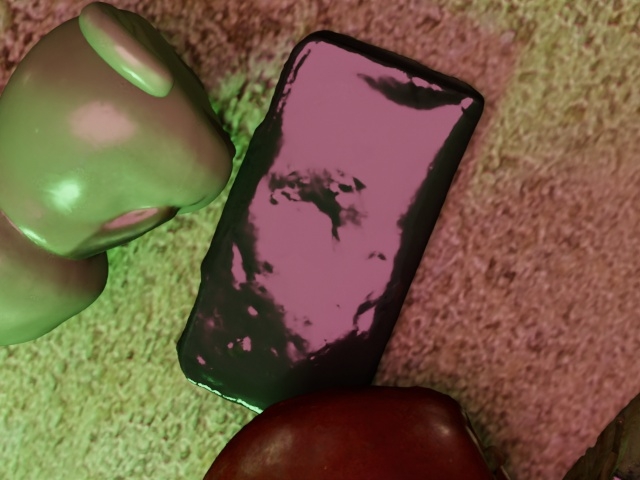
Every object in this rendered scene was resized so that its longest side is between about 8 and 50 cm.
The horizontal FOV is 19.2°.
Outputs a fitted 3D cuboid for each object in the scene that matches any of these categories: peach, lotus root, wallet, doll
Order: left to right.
[{"bbox_3d":[-0.236,-0.056,1.736,0.370,0.226,0.215,-47,54,20],"label":"doll"},{"bbox_3d":[0.000,0.000,1.776,0.197,0.051,0.377,22,101,7],"label":"wallet"},{"bbox_3d":[0.012,0.250,1.715,0.362,0.258,0.201,-23,58,19],"label":"peach"},{"bbox_3d":[0.266,0.226,1.696,0.070,0.144,0.143,39,112,-1],"label":"lotus root"}]
